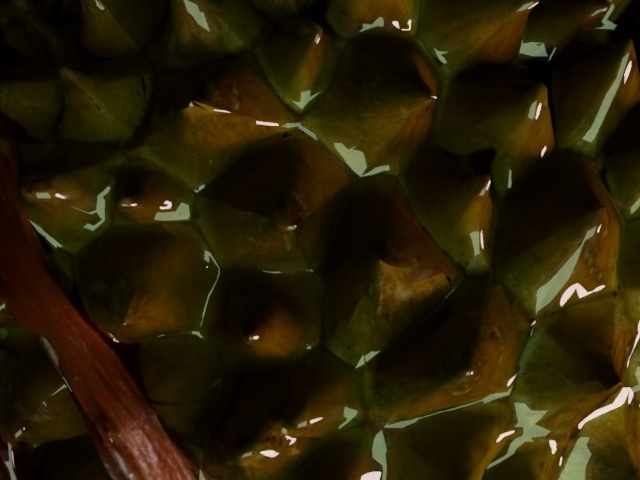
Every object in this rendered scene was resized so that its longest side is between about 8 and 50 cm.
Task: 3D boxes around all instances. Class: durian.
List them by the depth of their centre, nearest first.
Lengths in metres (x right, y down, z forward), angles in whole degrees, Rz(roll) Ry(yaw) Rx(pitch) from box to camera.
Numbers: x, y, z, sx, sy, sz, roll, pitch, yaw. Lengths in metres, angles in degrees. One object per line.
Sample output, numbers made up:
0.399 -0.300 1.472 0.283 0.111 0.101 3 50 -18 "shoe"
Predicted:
0.000 -0.001 0.480 0.347 0.347 0.384 28 101 -48 "durian"
